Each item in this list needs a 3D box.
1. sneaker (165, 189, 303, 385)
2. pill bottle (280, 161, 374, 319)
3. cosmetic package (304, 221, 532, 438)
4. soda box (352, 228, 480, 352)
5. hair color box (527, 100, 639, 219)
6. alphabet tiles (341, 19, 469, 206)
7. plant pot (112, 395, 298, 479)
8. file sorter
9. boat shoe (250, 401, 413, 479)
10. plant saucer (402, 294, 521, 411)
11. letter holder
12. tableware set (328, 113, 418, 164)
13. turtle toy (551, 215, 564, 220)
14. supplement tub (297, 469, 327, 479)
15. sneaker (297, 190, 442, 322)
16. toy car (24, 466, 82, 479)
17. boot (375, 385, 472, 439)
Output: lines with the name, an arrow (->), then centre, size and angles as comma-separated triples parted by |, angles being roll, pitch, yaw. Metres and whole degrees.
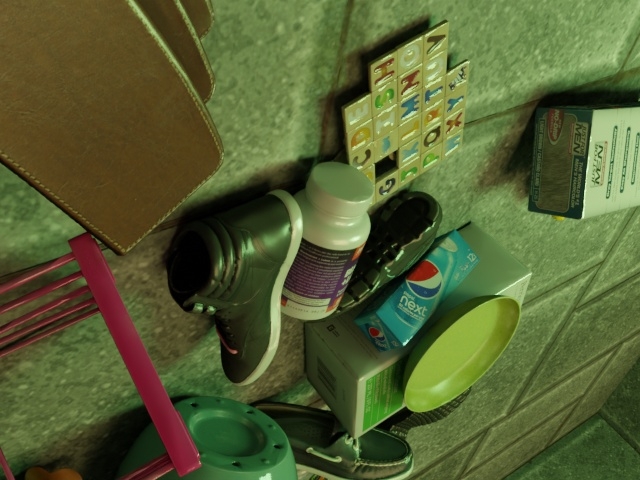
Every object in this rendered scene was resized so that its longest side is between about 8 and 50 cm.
sneaker -> -0.125, 0.075, 0.900 | 0.147, 0.104, 0.295 | -13, 132, -36
pill bottle -> 0.000, 0.000, 0.929 | 0.108, 0.108, 0.193 | -15, 140, -37
cosmetic package -> 0.162, 0.146, 1.245 | 0.366, 0.155, 0.196 | -27, 143, -21
soda box -> 0.149, 0.075, 1.116 | 0.210, 0.067, 0.071 | -43, -174, -30
hair color box -> 0.497, -0.146, 1.246 | 0.347, 0.105, 0.173 | -11, 108, -41
alphabet tiles -> 0.112, -0.154, 0.924 | 0.198, 0.009, 0.237 | -33, 146, -18
plant pot -> -0.164, 0.370, 1.055 | 0.293, 0.293, 0.235 | 1, 113, -48
file sorter -> -0.241, 0.152, 0.669 | 0.182, 0.202, 0.290 | -26, 172, -18
boat shoe -> 0.016, 0.341, 1.249 | 0.303, 0.114, 0.091 | 6, 122, -5
plant saucer -> 0.216, 0.172, 1.158 | 0.241, 0.037, 0.240 | -27, 142, -24
letter holder -> -0.168, -0.164, 0.506 | 0.214, 0.152, 0.302 | -41, 149, -5
tableware set -> 0.079, -0.141, 0.929 | 0.169, 0.020, 0.141 | -29, 147, -21
turtle toy -> 0.421, -0.089, 1.324 | 0.095, 0.066, 0.130 | -66, 149, -11
supplement tub -> -0.046, 0.419, 1.386 | 0.117, 0.117, 0.190 | -35, 148, -12
sneaker -> 0.075, 0.042, 1.074 | 0.267, 0.101, 0.106 | -35, 150, -10
toy car -> -0.403, 0.365, 0.913 | 0.219, 0.210, 0.238 | -50, 179, 38
boot -> 0.147, 0.273, 1.365 | 0.247, 0.161, 0.083 | -38, 138, 20
